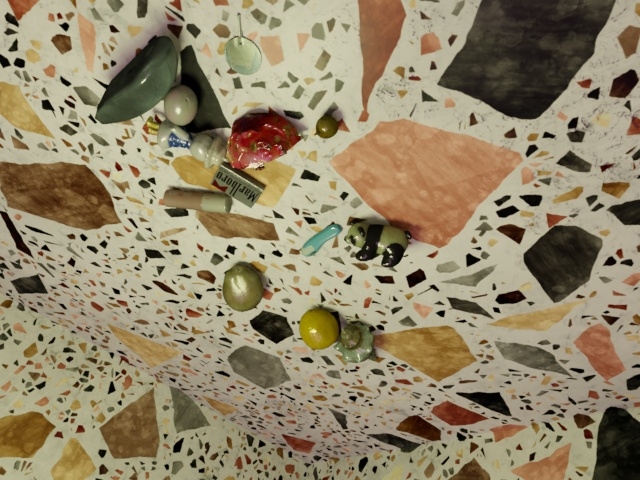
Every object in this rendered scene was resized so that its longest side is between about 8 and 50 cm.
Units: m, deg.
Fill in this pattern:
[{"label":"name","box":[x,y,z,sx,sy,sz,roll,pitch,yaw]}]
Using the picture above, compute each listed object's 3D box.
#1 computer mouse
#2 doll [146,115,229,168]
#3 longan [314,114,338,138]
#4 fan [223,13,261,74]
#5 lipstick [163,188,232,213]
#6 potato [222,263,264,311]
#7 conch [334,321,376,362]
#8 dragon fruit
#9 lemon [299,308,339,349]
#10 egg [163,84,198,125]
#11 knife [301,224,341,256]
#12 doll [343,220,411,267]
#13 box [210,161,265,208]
[{"label":"computer mouse","box":[-0.545,-0.462,1.391,0.370,0.188,0.122,-21,138,30]},{"label":"doll","box":[-0.438,-0.330,1.544,0.293,0.119,0.138,25,161,1]},{"label":"longan","box":[0.014,-0.341,1.401,0.075,0.083,0.075,46,159,23]},{"label":"fan","box":[-0.225,-0.554,1.315,0.113,0.005,0.175,11,136,8]},{"label":"lipstick","box":[-0.468,-0.150,1.762,0.254,0.070,0.070,7,136,12]},{"label":"potato","box":[-0.343,0.212,2.034,0.177,0.160,0.235,-20,120,-15]},{"label":"conch","box":[0.164,0.502,2.152,0.203,0.170,0.386,7,137,30]},{"label":"dragon fruit","box":[-0.204,-0.310,1.445,0.274,0.161,0.126,-5,135,25]},{"label":"lemon","box":[-0.009,0.398,2.095,0.178,0.178,0.203,-20,104,33]},{"label":"egg","box":[-0.438,-0.423,1.449,0.103,0.103,0.135,24,137,-6]},{"label":"knife","box":[0.000,0.000,1.791,0.064,0.031,0.222,40,129,-16]},{"label":"doll","box":[0.203,0.005,1.660,0.234,0.143,0.135,11,113,9]},{"label":"box","box":[-0.300,-0.201,1.680,0.177,0.036,0.115,31,135,-14]}]
